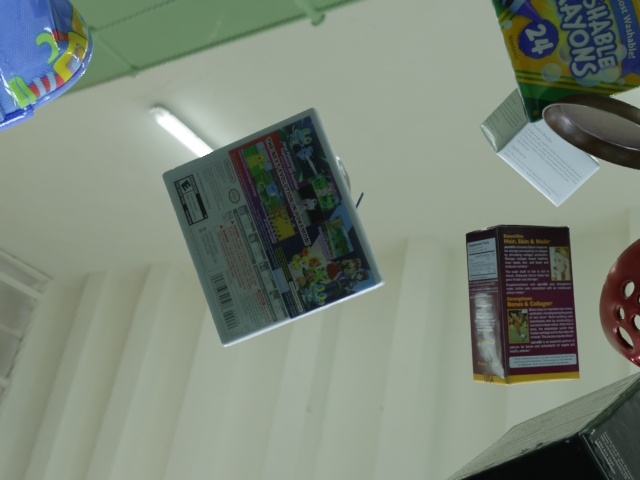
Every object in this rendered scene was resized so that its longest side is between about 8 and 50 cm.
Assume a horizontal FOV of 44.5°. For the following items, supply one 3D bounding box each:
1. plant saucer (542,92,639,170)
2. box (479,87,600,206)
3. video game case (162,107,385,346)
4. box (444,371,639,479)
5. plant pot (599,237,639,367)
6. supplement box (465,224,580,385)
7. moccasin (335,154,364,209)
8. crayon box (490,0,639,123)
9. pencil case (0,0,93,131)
[{"bbox_3d":[0.355,-0.135,0.956,0.168,0.168,0.029,23,-97,42],"label":"plant saucer"},{"bbox_3d":[0.438,-0.193,1.584,0.119,0.181,0.182,-47,-163,19],"label":"box"},{"bbox_3d":[-0.053,-0.014,0.826,0.183,0.023,0.201,-22,-99,9],"label":"video game case"},{"bbox_3d":[0.377,0.358,1.171,0.296,0.294,0.182,-38,-104,40],"label":"box"},{"bbox_3d":[0.467,0.095,0.946,0.191,0.191,0.174,-46,-157,2],"label":"plant pot"},{"bbox_3d":[0.245,0.078,0.957,0.081,0.104,0.188,161,-72,-69],"label":"supplement box"},{"bbox_3d":[0.000,0.000,1.107,0.138,0.342,0.116,-14,-115,-5],"label":"moccasin"},{"bbox_3d":[0.395,-0.301,1.002,0.323,0.203,0.083,-18,-169,15],"label":"crayon box"},{"bbox_3d":[-0.191,-0.161,0.279,0.119,0.306,0.133,-25,-125,-7],"label":"pencil case"}]
